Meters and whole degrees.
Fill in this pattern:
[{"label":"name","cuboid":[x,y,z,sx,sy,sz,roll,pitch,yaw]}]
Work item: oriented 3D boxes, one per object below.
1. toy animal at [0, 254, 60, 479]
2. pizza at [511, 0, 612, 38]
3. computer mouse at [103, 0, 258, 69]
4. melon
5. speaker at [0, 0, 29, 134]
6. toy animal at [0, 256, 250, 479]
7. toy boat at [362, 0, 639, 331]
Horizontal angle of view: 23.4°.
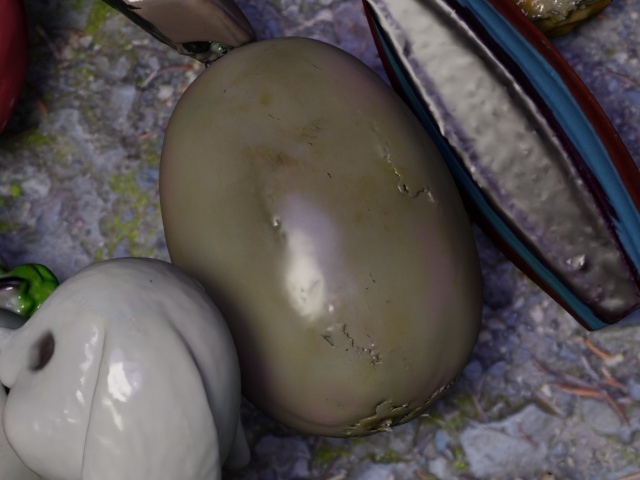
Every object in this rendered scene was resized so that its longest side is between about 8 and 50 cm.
[{"label":"toy animal","cuboid":[-0.287,0.097,1.205,0.267,0.212,0.212,42,86,18]},{"label":"pizza","cuboid":[0.163,-0.269,1.280,0.223,0.089,0.323,10,79,20]},{"label":"computer mouse","cuboid":[-0.165,-0.255,1.282,0.389,0.199,0.115,35,93,3]},{"label":"melon","cuboid":[0.000,0.000,1.171,0.223,0.223,0.317,-24,73,4]},{"label":"speaker","cuboid":[-0.374,-0.164,1.264,0.294,0.294,0.294,-3,74,11]},{"label":"toy animal","cuboid":[-0.121,0.164,1.048,0.174,0.289,0.249,-5,47,1]},{"label":"toy boat","cuboid":[0.129,-0.104,1.193,0.136,0.079,0.392,-36,90,18]}]
